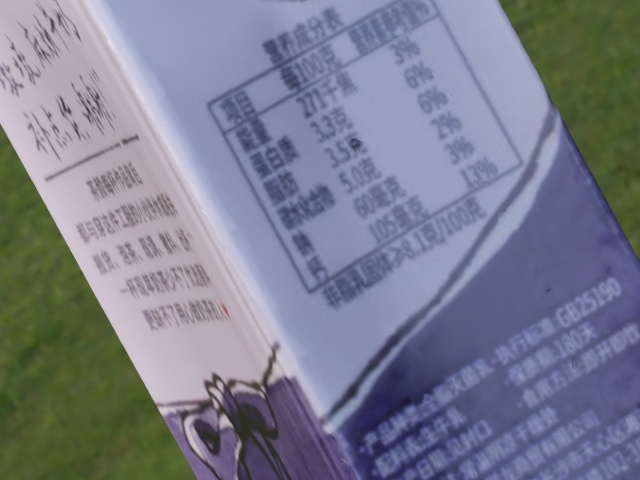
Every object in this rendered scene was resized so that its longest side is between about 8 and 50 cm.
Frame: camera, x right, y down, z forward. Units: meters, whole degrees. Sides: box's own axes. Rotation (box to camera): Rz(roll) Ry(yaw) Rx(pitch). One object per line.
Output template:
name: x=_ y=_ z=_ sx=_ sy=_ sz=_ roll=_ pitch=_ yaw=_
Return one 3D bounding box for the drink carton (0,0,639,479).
drink carton: x=-0.001 y=-0.001 z=0.514 sx=0.102 sy=0.222 sz=0.134 roll=-31 pitch=7 yaw=-18
